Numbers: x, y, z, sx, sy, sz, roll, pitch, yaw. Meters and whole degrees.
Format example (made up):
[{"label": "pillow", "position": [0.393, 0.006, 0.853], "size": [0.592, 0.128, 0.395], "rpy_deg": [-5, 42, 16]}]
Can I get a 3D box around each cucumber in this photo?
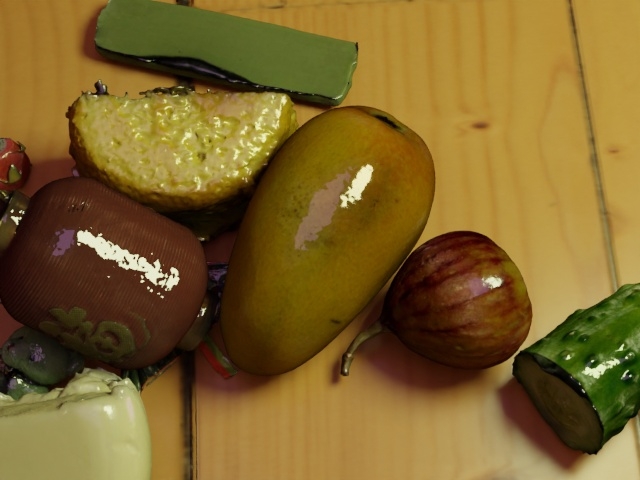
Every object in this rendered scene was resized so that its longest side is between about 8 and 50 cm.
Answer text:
[{"label": "cucumber", "position": [0.330, 0.110, 1.265], "size": [0.244, 0.134, 0.134], "rpy_deg": [-34, 70, -21]}]

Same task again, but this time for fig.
[{"label": "fig", "position": [0.133, 0.062, 1.276], "size": [0.202, 0.148, 0.149], "rpy_deg": [5, 23, 30]}]

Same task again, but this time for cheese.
[{"label": "cheese", "position": [-0.298, 0.223, 1.187], "size": [0.266, 0.127, 0.233], "rpy_deg": [-4, 86, 2]}]

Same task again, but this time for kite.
[{"label": "kite", "position": [-0.149, 0.079, 1.338], "size": [0.241, 0.014, 0.183], "rpy_deg": [-37, 72, -15]}]

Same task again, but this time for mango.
[{"label": "mango", "position": [0.000, 0.000, 1.269], "size": [0.173, 0.211, 0.317], "rpy_deg": [29, 81, 12]}]

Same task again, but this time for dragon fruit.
[{"label": "dragon fruit", "position": [-0.381, -0.082, 1.387], "size": [0.083, 0.056, 0.060], "rpy_deg": [4, 66, 1]}]

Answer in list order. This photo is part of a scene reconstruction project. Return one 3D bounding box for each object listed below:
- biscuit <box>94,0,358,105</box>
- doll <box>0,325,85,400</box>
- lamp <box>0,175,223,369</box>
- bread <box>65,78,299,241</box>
[{"label": "biscuit", "position": [-0.117, -0.229, 1.458], "size": [0.323, 0.038, 0.099], "rpy_deg": [12, 64, 7]}, {"label": "doll", "position": [-0.328, 0.151, 1.281], "size": [0.115, 0.077, 0.150], "rpy_deg": [37, 83, 26]}, {"label": "lamp", "position": [-0.232, 0.036, 1.242], "size": [0.258, 0.180, 0.180], "rpy_deg": [28, 67, -18]}, {"label": "bread", "position": [-0.152, -0.080, 1.332], "size": [0.261, 0.160, 0.147], "rpy_deg": [1, 73, -5]}]
